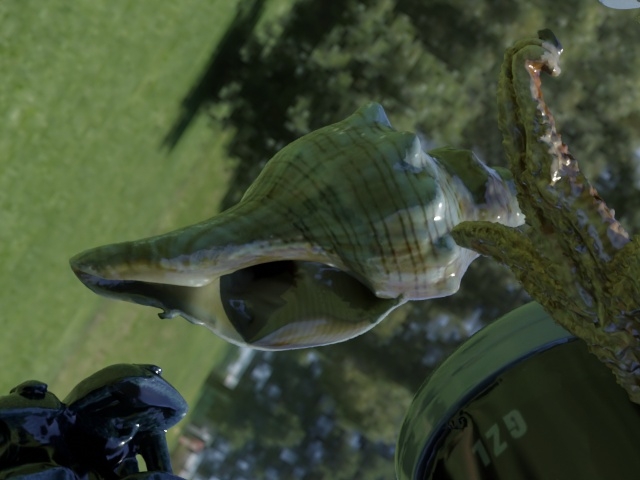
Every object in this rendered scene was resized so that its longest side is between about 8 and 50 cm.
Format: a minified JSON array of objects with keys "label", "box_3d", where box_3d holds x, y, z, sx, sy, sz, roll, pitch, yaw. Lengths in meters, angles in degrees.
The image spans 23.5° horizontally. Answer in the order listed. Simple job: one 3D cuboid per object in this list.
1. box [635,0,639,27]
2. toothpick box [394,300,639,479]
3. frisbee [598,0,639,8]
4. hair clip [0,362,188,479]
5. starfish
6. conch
[{"label":"box","box_3d":[0.251,-0.133,0.839,0.151,0.151,0.135,-56,161,25]},{"label":"toothpick box","box_3d":[0.213,0.225,0.898,0.263,0.263,0.354,-55,-143,28]},{"label":"frisbee","box_3d":[0.237,-0.183,1.035,0.110,0.014,0.110,-17,167,-4]},{"label":"hair clip","box_3d":[-0.250,0.214,1.265,0.310,0.206,0.194,-40,-125,32]},{"label":"starfish","box_3d":[0.136,0.030,0.620,0.048,0.295,0.231,-35,139,-11]},{"label":"conch","box_3d":[0.001,-0.006,1.253,0.169,0.386,0.203,-88,172,-63]}]
